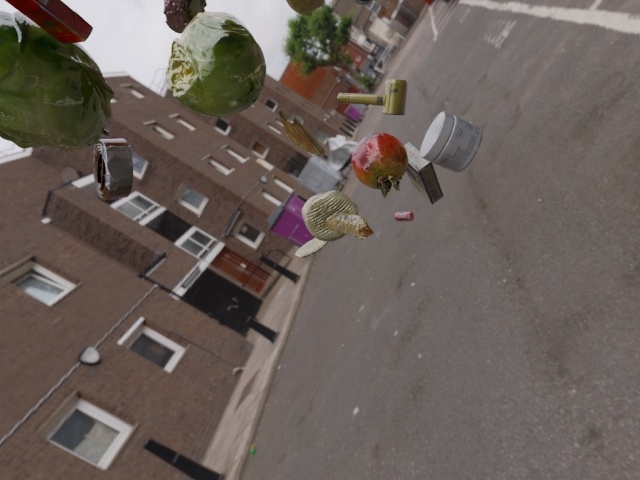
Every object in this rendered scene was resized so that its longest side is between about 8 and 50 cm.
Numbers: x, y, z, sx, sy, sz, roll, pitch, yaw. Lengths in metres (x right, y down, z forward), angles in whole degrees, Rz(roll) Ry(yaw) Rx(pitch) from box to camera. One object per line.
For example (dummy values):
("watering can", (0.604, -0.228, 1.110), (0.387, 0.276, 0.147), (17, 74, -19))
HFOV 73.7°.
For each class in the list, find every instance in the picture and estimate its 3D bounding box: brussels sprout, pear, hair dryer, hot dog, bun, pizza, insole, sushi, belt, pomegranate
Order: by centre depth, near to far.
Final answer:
("brussels sprout", (-0.812, -0.451, 1.177), (0.361, 0.426, 0.342), (115, 176, -68))
("brussels sprout", (-0.326, -0.552, 1.330), (0.344, 0.344, 0.268), (-60, 2, -20))
("hot dog", (0.099, -0.052, 1.386), (0.061, 0.169, 0.078), (-36, -40, -61))
("sushi", (-0.455, -0.810, 1.479), (0.241, 0.108, 0.161), (-73, -10, -52))
("bun", (0.035, -0.095, 1.520), (0.193, 0.178, 0.128), (-30, 15, 7))
("pomegranate", (0.220, -0.280, 1.565), (0.210, 0.210, 0.235), (130, 133, -57))
("insole", (0.000, 0.000, 1.678), (0.081, 0.011, 0.248), (16, 41, 42))
("pear", (-0.068, -1.051, 1.723), (0.211, 0.189, 0.228), (82, -175, -59))
("hair dryer", (0.207, -0.585, 1.732), (0.090, 0.279, 0.134), (-53, -32, -65))
("pizza", (-0.090, -0.442, 1.743), (0.034, 0.181, 0.262), (-55, -40, -10))
("belt", (-0.972, -0.331, 1.992), (0.122, 0.217, 0.338), (-17, -26, -40))

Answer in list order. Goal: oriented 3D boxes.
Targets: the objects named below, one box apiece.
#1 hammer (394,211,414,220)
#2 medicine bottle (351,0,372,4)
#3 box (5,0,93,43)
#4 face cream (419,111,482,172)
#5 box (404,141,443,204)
("hammer", (0.345, -0.099, 1.758), (0.083, 0.043, 0.043), (2, 52, 40))
("medicine bottle", (0.125, -0.668, 1.010), (0.107, 0.107, 0.191), (-60, 11, -22))
("box", (-0.643, -0.540, 0.995), (0.175, 0.112, 0.048), (37, -111, -56))
("face cream", (0.462, -0.346, 1.514), (0.177, 0.153, 0.177), (-158, 90, -85))
("box", (0.519, -0.340, 2.199), (0.084, 0.310, 0.198), (-37, 52, 5))
